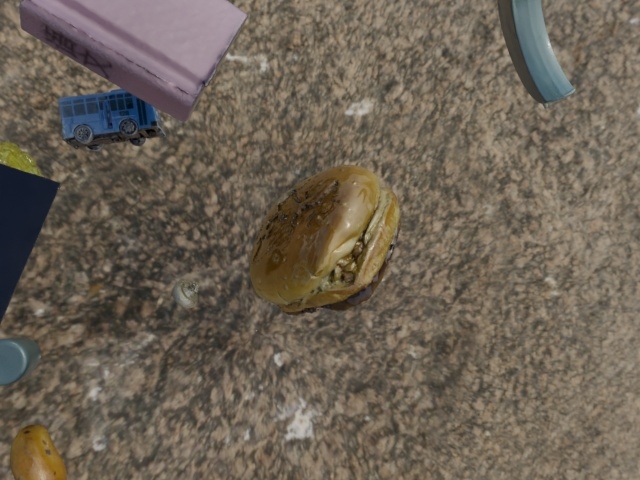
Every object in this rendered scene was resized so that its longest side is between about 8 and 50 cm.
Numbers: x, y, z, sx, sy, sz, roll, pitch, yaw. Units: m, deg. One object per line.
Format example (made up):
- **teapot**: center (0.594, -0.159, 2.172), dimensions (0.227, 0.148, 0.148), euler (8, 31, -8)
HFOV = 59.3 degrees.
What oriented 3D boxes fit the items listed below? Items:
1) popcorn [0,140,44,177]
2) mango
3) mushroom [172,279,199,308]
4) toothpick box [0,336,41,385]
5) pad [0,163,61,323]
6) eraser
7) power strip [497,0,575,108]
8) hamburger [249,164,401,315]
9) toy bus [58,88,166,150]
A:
- **popcorn**: center (-0.778, -0.108, 1.291), dimensions (0.251, 0.206, 0.237), euler (-23, 60, 10)
- **mango**: center (-0.640, 0.500, 1.268), dimensions (0.090, 0.115, 0.178), euler (-31, 73, 3)
- **mushroom**: center (-0.372, 0.147, 1.586), dimensions (0.079, 0.085, 0.085), euler (-30, 85, 16)
- **toothpick box**: center (-0.835, 0.322, 1.534), dimensions (0.120, 0.184, 0.120), euler (1, 86, -12)
- **pad**: center (-0.538, 0.023, 0.867), dimensions (0.202, 0.005, 0.300), euler (17, 81, 15)
- **eraser**: center (-0.368, -0.448, 1.152), dimensions (0.359, 0.122, 0.272), euler (29, 67, -16)
- **power strip**: center (0.357, -0.334, 0.943), dimensions (0.054, 0.167, 0.253), euler (-21, 113, 11)
- **hamburger**: center (0.003, 0.001, 1.082), dimensions (0.174, 0.304, 0.284), euler (36, 53, -27)
- **toy bus**: center (-0.520, -0.308, 1.415), dimensions (0.234, 0.116, 0.133), euler (-9, 86, -7)
